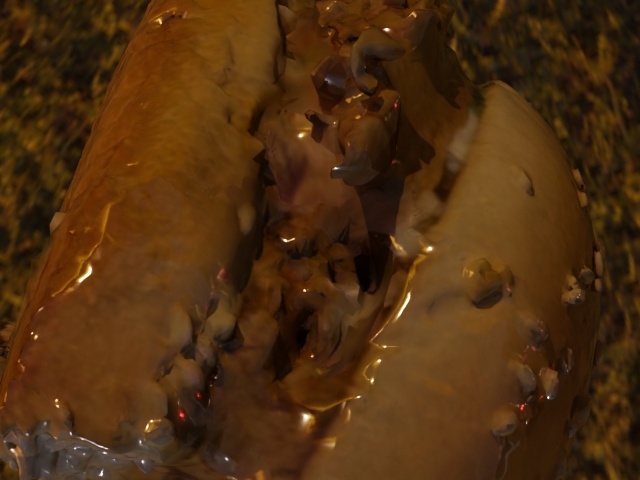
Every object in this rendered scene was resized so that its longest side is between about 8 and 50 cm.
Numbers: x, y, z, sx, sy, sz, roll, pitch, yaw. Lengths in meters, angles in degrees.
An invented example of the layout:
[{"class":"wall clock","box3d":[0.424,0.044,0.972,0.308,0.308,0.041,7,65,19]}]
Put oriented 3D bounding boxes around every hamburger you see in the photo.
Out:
[{"class":"hamburger","box3d":[0.000,0.000,0.931,0.268,0.445,0.287,24,93,-4]}]
